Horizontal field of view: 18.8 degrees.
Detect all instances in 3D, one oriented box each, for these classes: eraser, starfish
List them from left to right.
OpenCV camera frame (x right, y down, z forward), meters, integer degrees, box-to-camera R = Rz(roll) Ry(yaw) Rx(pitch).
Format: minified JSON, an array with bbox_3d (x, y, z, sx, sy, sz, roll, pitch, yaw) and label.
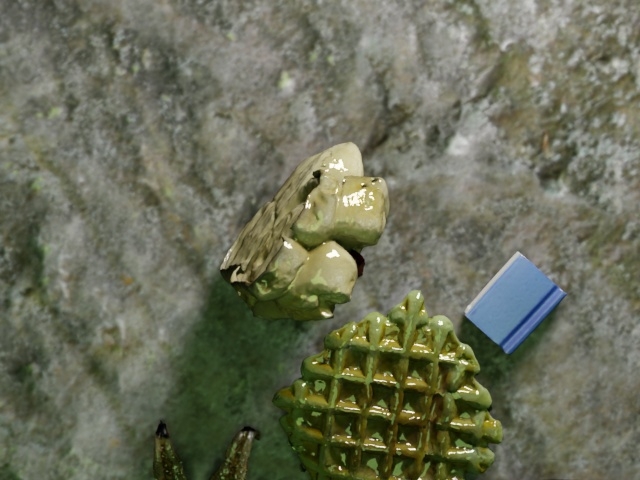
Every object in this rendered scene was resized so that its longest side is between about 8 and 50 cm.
[{"bbox_3d":[-0.116,0.290,1.909,0.213,0.057,0.238,-9,92,7],"label":"starfish"},{"bbox_3d":[0.191,0.063,1.907,0.063,0.027,0.085,42,92,-6],"label":"eraser"}]

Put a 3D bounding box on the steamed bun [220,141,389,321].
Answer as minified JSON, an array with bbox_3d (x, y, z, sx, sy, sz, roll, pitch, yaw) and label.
[{"bbox_3d":[0.000,0.000,1.831,0.106,0.177,0.192,37,80,-14],"label":"steamed bun"}]

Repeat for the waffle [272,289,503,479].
[{"bbox_3d":[0.070,0.175,1.901,0.208,0.054,0.214,-36,102,-1],"label":"waffle"}]
